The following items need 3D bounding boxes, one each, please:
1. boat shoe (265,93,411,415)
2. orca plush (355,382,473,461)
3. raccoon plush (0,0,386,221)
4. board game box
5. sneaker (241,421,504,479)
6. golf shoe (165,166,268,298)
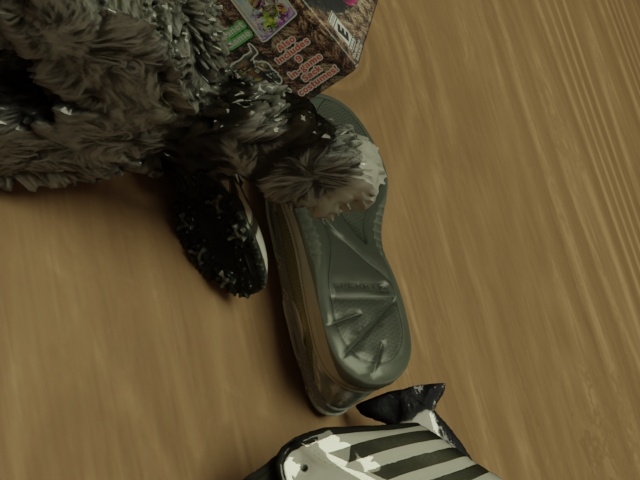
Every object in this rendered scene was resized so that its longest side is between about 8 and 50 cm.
[{"bbox_3d":[0.002,0.001,0.968,0.118,0.103,0.321,4,58,-30],"label":"boat shoe"},{"bbox_3d":[0.100,0.278,0.942,0.151,0.102,0.287,-25,83,-10],"label":"orca plush"},{"bbox_3d":[-0.165,-0.190,0.791,0.446,0.216,0.299,29,42,-46],"label":"raccoon plush"},{"bbox_3d":[-0.092,-0.279,0.945,0.291,0.141,0.232,47,31,-22],"label":"board game box"},{"bbox_3d":[-0.003,0.311,0.750,0.257,0.169,0.447,38,49,8],"label":"sneaker"},{"bbox_3d":[-0.089,-0.049,0.886,0.198,0.077,0.094,62,35,-5],"label":"golf shoe"}]
